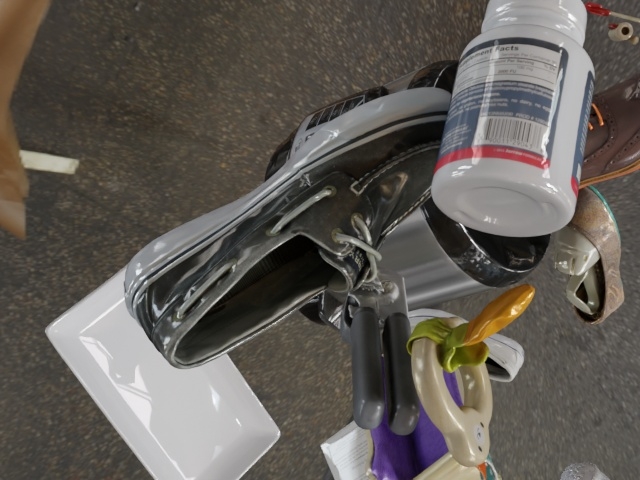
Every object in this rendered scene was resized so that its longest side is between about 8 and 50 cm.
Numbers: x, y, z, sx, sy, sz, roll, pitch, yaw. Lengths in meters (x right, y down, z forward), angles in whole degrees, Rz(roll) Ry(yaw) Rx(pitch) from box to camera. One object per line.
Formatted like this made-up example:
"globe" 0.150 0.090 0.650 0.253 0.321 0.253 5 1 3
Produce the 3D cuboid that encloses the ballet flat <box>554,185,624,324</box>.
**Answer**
"ballet flat" 0.455 0.039 1.488 0.106 0.316 0.107 -45 41 -16

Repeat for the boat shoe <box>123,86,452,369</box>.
"boat shoe" 0.000 0.000 0.732 0.335 0.121 0.119 -34 50 -3

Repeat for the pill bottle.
"pill bottle" 0.155 -0.104 0.677 0.108 0.108 0.180 11 68 11

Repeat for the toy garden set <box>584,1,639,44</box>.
"toy garden set" 0.531 -0.369 1.340 0.244 0.049 0.203 25 95 -8

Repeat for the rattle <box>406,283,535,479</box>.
"rattle" 0.179 0.161 0.862 0.143 0.130 0.199 -21 76 16

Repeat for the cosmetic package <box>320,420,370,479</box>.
"cosmetic package" 0.173 0.561 1.852 0.155 0.197 0.365 -42 60 26

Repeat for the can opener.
"can opener" 0.066 0.129 1.024 0.076 0.283 0.095 10 124 -6

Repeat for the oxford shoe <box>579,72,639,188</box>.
"oxford shoe" 0.309 -0.120 1.009 0.271 0.098 0.097 -39 51 27

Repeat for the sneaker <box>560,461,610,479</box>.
"sneaker" 0.423 0.404 0.974 0.210 0.137 0.365 -14 56 -14

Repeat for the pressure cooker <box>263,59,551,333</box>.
"pressure cooker" 0.113 -0.055 1.417 0.420 0.370 0.375 -19 94 40

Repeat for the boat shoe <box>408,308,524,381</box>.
"boat shoe" 0.281 0.223 1.797 0.268 0.088 0.096 21 128 15

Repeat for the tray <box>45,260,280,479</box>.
"tray" -0.165 0.157 0.936 0.145 0.030 0.270 -41 110 -27

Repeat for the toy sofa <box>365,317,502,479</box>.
"toy sofa" 0.181 0.303 1.557 0.177 0.362 0.150 38 114 -23
